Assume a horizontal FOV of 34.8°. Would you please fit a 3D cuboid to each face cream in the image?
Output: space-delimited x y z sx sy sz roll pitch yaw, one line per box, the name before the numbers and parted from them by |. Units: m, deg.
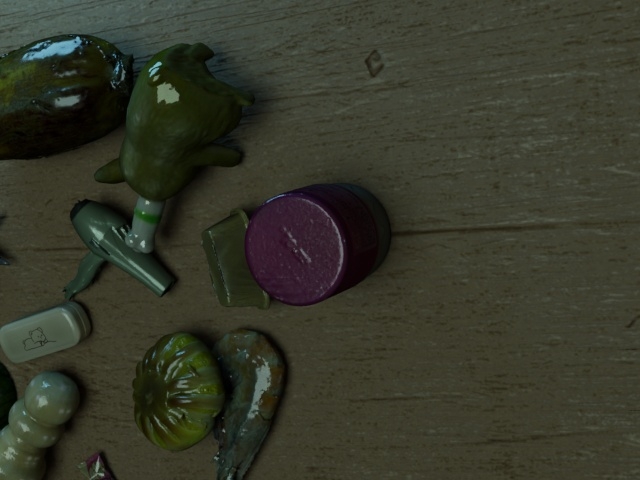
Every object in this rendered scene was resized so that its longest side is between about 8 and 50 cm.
face cream | 0.000 0.000 1.591 0.175 0.195 0.175 5 102 25

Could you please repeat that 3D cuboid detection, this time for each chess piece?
chess piece | -0.556 0.361 1.955 0.142 0.142 0.261 38 108 15

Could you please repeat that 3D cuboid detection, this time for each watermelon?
watermelon | -0.647 0.311 2.039 0.092 0.075 0.182 -177 79 -70

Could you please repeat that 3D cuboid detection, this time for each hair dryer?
hair dryer | -0.366 0.058 1.851 0.219 0.088 0.225 25 121 16

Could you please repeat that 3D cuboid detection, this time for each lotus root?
lotus root | -0.477 -0.248 1.784 0.397 0.179 0.196 -10 96 27

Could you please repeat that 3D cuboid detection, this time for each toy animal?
toy animal | -0.252 -0.160 1.713 0.181 0.180 0.363 47 137 19

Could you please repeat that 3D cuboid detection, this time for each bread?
bread | -0.259 0.263 1.786 0.213 0.104 0.213 0 91 49

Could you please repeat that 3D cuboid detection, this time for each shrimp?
shrimp | -0.158 0.301 1.794 0.164 0.062 0.317 26 107 32

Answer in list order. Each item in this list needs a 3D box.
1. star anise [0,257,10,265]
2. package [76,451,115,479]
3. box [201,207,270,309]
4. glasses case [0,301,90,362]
star anise | -0.684 0.006 1.990 0.180 0.061 0.205 -5 96 26
package | -0.425 0.453 1.959 0.059 0.029 0.083 -32 95 19
box | -0.133 0.035 1.714 0.111 0.111 0.177 -12 94 26
glasses case | -0.526 0.175 1.946 0.196 0.050 0.083 -20 100 27
